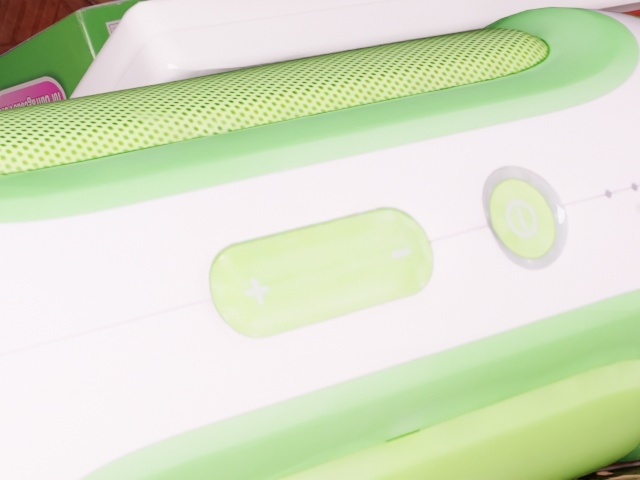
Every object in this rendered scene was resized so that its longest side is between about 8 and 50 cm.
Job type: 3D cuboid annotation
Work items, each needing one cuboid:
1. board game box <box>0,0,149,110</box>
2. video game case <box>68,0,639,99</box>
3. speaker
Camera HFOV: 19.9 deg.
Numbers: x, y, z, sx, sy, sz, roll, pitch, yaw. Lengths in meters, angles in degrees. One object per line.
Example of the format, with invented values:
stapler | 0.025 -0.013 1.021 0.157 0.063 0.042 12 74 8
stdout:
board game box | -0.121 -0.088 1.130 0.242 0.064 0.316 -19 0 -39
video game case | -0.036 0.008 0.601 0.204 0.025 0.285 -14 -23 -41
speaker | -0.018 0.021 0.417 0.296 0.131 0.131 -14 2 -38
